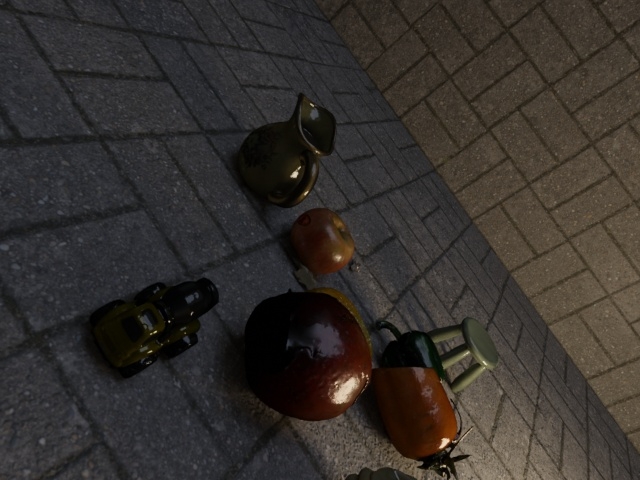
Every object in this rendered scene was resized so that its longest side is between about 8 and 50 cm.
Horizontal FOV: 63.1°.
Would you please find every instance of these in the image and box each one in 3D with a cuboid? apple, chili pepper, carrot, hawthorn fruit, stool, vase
[{"bbox_3d":[0.000,0.000,1.597,0.209,0.164,0.209,47,24,-28],"label":"apple"},{"bbox_3d":[0.274,0.350,1.630,0.174,0.165,0.261,0,56,-42],"label":"chili pepper"},{"bbox_3d":[0.274,0.486,1.436,0.214,0.193,0.331,-8,74,-39],"label":"carrot"},{"bbox_3d":[-0.035,0.255,1.157,0.316,0.316,0.316,36,33,-28],"label":"hawthorn fruit"},{"bbox_3d":[0.499,0.402,1.861,0.195,0.199,0.195,41,29,-24],"label":"stool"},{"bbox_3d":[-0.089,-0.242,1.596,0.241,0.302,0.329,26,40,-41],"label":"vase"}]

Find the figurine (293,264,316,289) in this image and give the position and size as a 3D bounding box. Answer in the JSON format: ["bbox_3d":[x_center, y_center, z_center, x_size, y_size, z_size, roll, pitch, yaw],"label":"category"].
[{"bbox_3d":[-0.040,0.109,1.555,0.083,0.047,0.050,55,13,4],"label":"figurine"}]

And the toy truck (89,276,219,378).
[{"bbox_3d":[-0.307,0.148,0.995,0.147,0.165,0.224,57,30,6],"label":"toy truck"}]

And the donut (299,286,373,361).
[{"bbox_3d":[0.031,0.256,1.428,0.303,0.110,0.302,37,33,-29],"label":"donut"}]

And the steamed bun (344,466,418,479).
[{"bbox_3d":[0.155,0.599,1.069,0.280,0.207,0.268,38,34,11],"label":"steamed bun"}]

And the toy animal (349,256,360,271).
[{"bbox_3d":[0.127,0.090,1.828,0.050,0.028,0.084,43,30,-1],"label":"toy animal"}]
